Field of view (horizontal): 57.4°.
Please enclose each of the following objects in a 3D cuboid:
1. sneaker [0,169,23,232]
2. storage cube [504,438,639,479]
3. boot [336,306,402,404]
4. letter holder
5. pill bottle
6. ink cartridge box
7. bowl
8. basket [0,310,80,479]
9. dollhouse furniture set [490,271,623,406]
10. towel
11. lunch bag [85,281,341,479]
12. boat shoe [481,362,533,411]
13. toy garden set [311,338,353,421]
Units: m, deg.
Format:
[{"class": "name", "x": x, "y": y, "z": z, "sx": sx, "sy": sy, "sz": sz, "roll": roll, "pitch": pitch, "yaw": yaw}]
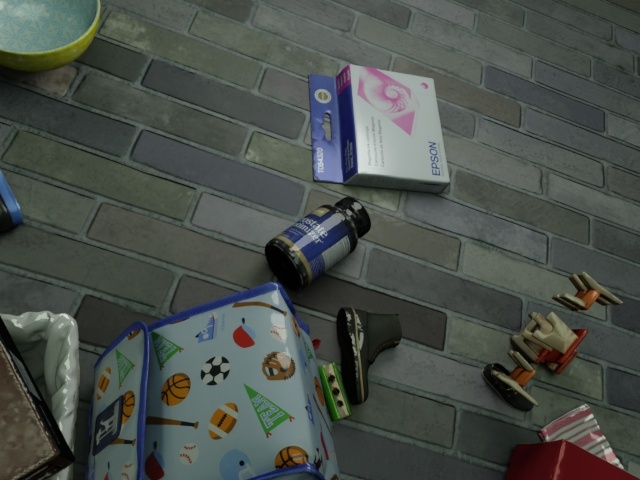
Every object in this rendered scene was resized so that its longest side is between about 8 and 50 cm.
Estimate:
[{"class": "sneaker", "x": -0.660, "y": -0.114, "z": 1.118, "sx": 0.090, "sy": 0.081, "sz": 0.232, "roll": -26, "pitch": 76, "yaw": -33}, {"class": "storage cube", "x": 0.458, "y": 0.504, "z": 1.091, "sx": 0.215, "sy": 0.183, "sz": 0.193, "roll": 28, "pitch": 65, "yaw": 2}, {"class": "boot", "x": 0.114, "y": 0.232, "z": 1.197, "sx": 0.137, "sy": 0.077, "sz": 0.198, "roll": 5, "pitch": 65, "yaw": -20}, {"class": "letter holder", "x": -0.470, "y": 0.187, "z": 0.693, "sx": 0.214, "sy": 0.152, "sz": 0.302, "roll": -28, "pitch": 77, "yaw": -25}, {"class": "pill bottle", "x": 0.000, "y": 0.000, "z": 1.241, "sx": 0.219, "sy": 0.123, "sz": 0.123, "roll": -36, "pitch": 80, "yaw": -28}, {"class": "ink cartridge box", "x": 0.142, "y": -0.283, "z": 1.451, "sx": 0.330, "sy": 0.071, "sz": 0.324, "roll": 4, "pitch": 65, "yaw": -17}, {"class": "bowl", "x": -0.619, "y": -0.462, "z": 1.253, "sx": 0.289, "sy": 0.156, "sz": 0.289, "roll": 6, "pitch": 64, "yaw": -13}, {"class": "basket", "x": -0.527, "y": 0.298, "z": 0.857, "sx": 0.331, "sy": 0.266, "sz": 0.328, "roll": 1, "pitch": 65, "yaw": -15}, {"class": "dollhouse furniture set", "x": 0.486, "y": 0.214, "z": 1.199, "sx": 0.135, "sy": 0.259, "sz": 0.262, "roll": 39, "pitch": 90, "yaw": 12}, {"class": "towel", "x": 0.567, "y": 0.467, "z": 1.244, "sx": 0.144, "sy": 0.029, "sz": 0.197, "roll": -19, "pitch": 72, "yaw": -23}, {"class": "lunch bag", "x": -0.194, "y": 0.286, "z": 0.929, "sx": 0.385, "sy": 0.239, "sz": 0.328, "roll": -18, "pitch": 50, "yaw": 6}, {"class": "boat shoe", "x": 0.408, "y": 0.318, "z": 1.261, "sx": 0.133, "sy": 0.042, "sz": 0.049, "roll": 44, "pitch": 58, "yaw": 5}, {"class": "toy garden set", "x": -0.075, "y": 0.271, "z": 1.130, "sx": 0.244, "sy": 0.049, "sz": 0.204, "roll": -12, "pitch": 69, "yaw": -21}]
